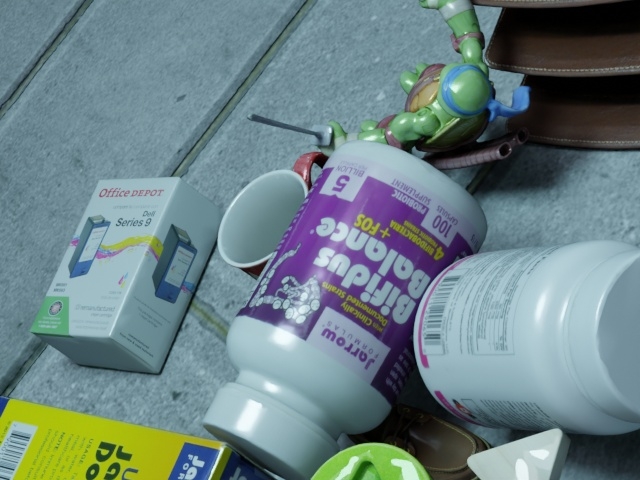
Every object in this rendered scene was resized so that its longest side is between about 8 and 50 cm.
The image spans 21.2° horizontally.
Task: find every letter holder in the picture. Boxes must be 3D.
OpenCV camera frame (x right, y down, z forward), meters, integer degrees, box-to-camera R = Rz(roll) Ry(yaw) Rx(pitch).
[{"bbox_3d":[0.289,-0.213,1.665,0.302,0.152,0.214,3,65,44],"label":"letter holder"}]

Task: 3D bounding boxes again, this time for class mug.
[{"bbox_3d":[0.003,0.005,1.744,0.150,0.169,0.113,-50,39,-1],"label":"mug"}]

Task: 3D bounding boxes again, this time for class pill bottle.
[{"bbox_3d":[0.017,0.071,1.589,0.169,0.169,0.301,13,68,47],"label":"pill bottle"},{"bbox_3d":[0.209,0.081,1.434,0.160,0.160,0.283,-63,20,-15],"label":"pill bottle"}]

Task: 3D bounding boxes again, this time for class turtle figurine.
[{"bbox_3d":[0.070,-0.168,1.721,0.266,0.274,0.198,115,162,-81],"label":"turtle figurine"}]

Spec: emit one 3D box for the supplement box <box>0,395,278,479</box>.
[{"bbox_3d":[-0.190,0.297,1.678,0.356,0.194,0.195,4,64,45],"label":"supplement box"}]

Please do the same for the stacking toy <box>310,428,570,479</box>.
[{"bbox_3d":[0.117,0.313,1.430,0.309,0.130,0.279,-11,63,25],"label":"stacking toy"}]

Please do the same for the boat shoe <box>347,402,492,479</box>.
[{"bbox_3d":[0.083,0.188,1.614,0.178,0.060,0.064,13,70,47],"label":"boat shoe"}]

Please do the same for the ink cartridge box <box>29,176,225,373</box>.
[{"bbox_3d":[-0.223,0.037,1.994,0.154,0.093,0.212,1,60,44],"label":"ink cartridge box"}]
